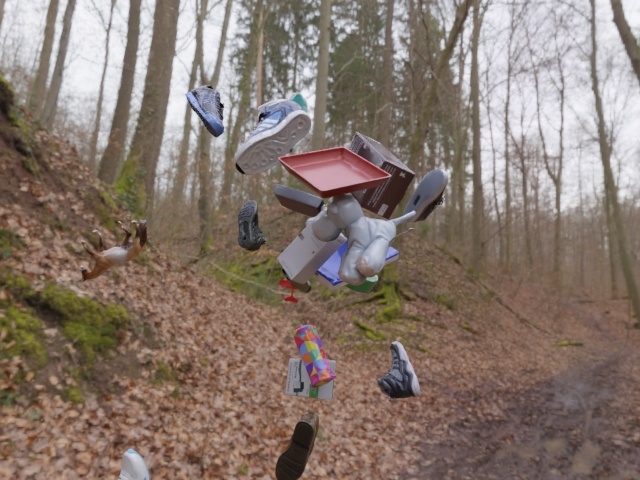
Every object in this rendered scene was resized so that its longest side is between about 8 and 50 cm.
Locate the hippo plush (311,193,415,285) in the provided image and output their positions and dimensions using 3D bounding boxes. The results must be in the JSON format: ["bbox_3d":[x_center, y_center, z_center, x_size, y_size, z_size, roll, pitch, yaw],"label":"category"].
[{"bbox_3d":[0.097,-0.022,1.445,0.236,0.234,0.294,41,-58,-10],"label":"hippo plush"}]

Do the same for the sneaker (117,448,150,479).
[{"bbox_3d":[-0.523,0.688,1.285,0.087,0.229,0.092,0,1,43],"label":"sneaker"}]

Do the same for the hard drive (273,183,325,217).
[{"bbox_3d":[-0.095,-0.181,2.245,0.254,0.054,0.172,19,-18,19],"label":"hard drive"}]

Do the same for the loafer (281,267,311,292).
[{"bbox_3d":[-0.099,0.151,1.820,0.148,0.056,0.050,37,10,20],"label":"loafer"}]

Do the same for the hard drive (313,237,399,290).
[{"bbox_3d":[0.105,0.067,1.765,0.318,0.040,0.210,-23,38,-32],"label":"hard drive"}]

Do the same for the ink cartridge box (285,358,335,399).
[{"bbox_3d":[-0.043,0.557,1.909,0.086,0.153,0.208,19,-23,-36],"label":"ink cartridge box"}]

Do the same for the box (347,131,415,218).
[{"bbox_3d":[0.195,-0.256,1.795,0.143,0.191,0.381,20,20,-23],"label":"box"}]

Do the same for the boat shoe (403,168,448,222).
[{"bbox_3d":[0.466,-0.180,1.989,0.104,0.113,0.306,2,-41,-22],"label":"boat shoe"}]

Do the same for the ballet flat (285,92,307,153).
[{"bbox_3d":[-0.164,-0.531,2.137,0.146,0.409,0.147,7,-44,7],"label":"ballet flat"}]

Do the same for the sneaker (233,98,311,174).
[{"bbox_3d":[-0.200,-0.385,1.706,0.130,0.322,0.236,54,-4,-41],"label":"sneaker"}]

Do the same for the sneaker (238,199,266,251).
[{"bbox_3d":[-0.293,-0.054,2.040,0.087,0.228,0.130,-10,-25,16],"label":"sneaker"}]

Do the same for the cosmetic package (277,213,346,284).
[{"bbox_3d":[-0.032,0.031,1.653,0.085,0.231,0.117,27,20,-54],"label":"cosmetic package"}]

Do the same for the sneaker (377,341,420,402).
[{"bbox_3d":[0.296,0.534,1.931,0.153,0.269,0.101,-18,-52,-1],"label":"sneaker"}]

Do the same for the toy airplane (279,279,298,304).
[{"bbox_3d":[-0.137,0.240,2.305,0.151,0.151,0.028,6,2,0],"label":"toy airplane"}]

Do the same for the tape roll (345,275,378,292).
[{"bbox_3d":[0.134,0.136,2.363,0.321,0.077,0.321,31,15,-9],"label":"tape roll"}]

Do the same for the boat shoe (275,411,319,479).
[{"bbox_3d":[-0.077,0.809,1.838,0.110,0.307,0.104,30,17,14],"label":"boat shoe"}]

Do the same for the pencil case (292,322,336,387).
[{"bbox_3d":[-0.024,0.430,1.786,0.104,0.236,0.104,-17,-26,-9],"label":"pencil case"}]

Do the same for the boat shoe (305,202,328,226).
[{"bbox_3d":[0.043,-0.128,2.151,0.267,0.088,0.096,-19,5,-23],"label":"boat shoe"}]

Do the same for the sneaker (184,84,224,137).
[{"bbox_3d":[-0.317,-0.387,1.374,0.090,0.232,0.081,-32,-37,-9],"label":"sneaker"}]

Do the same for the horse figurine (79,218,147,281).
[{"bbox_3d":[-0.689,0.026,1.594,0.263,0.175,0.066,-30,46,-34],"label":"horse figurine"}]

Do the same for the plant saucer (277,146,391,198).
[{"bbox_3d":[0.038,-0.208,1.457,0.259,0.048,0.258,-15,37,-30],"label":"plant saucer"}]
